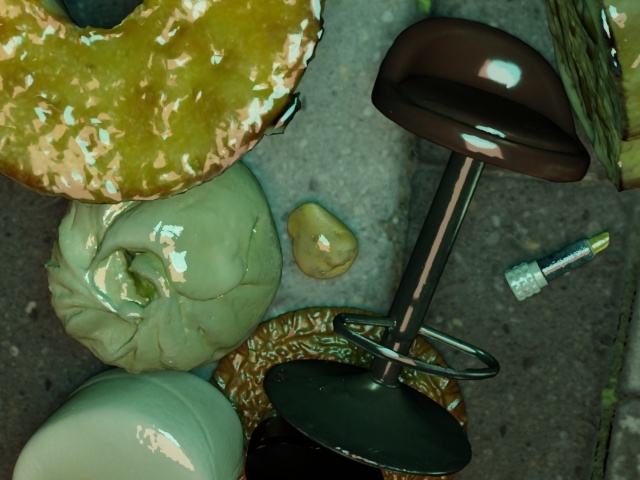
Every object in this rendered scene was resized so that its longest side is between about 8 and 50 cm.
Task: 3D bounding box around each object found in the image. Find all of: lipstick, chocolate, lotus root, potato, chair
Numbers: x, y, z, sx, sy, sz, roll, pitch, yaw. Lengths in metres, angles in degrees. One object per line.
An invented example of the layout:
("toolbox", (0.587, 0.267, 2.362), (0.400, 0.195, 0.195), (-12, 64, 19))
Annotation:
("lipstick", (0.253, 0.024, 1.372), (0.116, 0.037, 0.037), (-27, 107, 9))
("chocolate", (-0.008, 0.246, 1.416), (0.149, 0.080, 0.125), (5, 122, -3))
("lotus root", (0.320, -0.188, 1.140), (0.250, 0.316, 0.316), (-8, 111, 5))
("potato", (0.000, 0.000, 1.373), (0.068, 0.062, 0.083), (-29, 85, -1))
("chair", (0.110, -0.002, 1.252), (0.226, 0.226, 0.401), (19, 105, -3))

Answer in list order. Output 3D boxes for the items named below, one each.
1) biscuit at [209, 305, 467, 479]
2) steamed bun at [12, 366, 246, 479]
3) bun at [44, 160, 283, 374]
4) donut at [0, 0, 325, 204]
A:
("biscuit", (0.015, 0.211, 1.461), (0.305, 0.038, 0.305), (2, 111, 4))
("steamed bun", (-0.216, 0.231, 1.421), (0.242, 0.146, 0.164), (-24, 103, 23))
("bun", (-0.161, 0.025, 1.339), (0.259, 0.160, 0.259), (0, 111, 1))
("donut", (-0.195, -0.223, 1.210), (0.435, 0.163, 0.377), (-14, 96, 7))
